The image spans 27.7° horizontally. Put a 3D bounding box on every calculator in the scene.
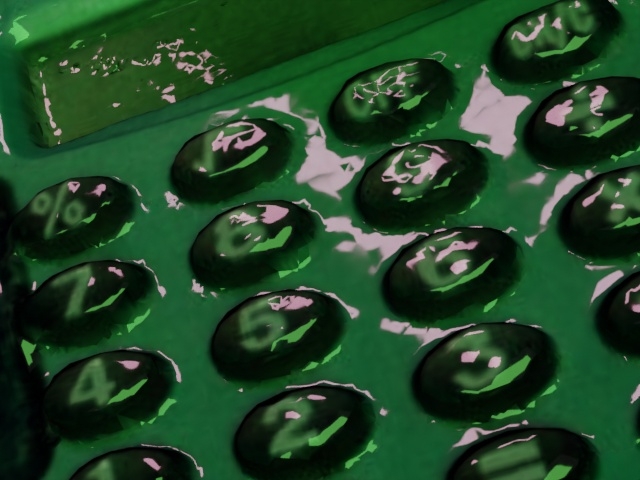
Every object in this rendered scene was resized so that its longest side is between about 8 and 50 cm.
[{"bbox_3d":[0.000,0.000,0.376,0.248,0.058,0.274,-20,61,7],"label":"calculator"}]
